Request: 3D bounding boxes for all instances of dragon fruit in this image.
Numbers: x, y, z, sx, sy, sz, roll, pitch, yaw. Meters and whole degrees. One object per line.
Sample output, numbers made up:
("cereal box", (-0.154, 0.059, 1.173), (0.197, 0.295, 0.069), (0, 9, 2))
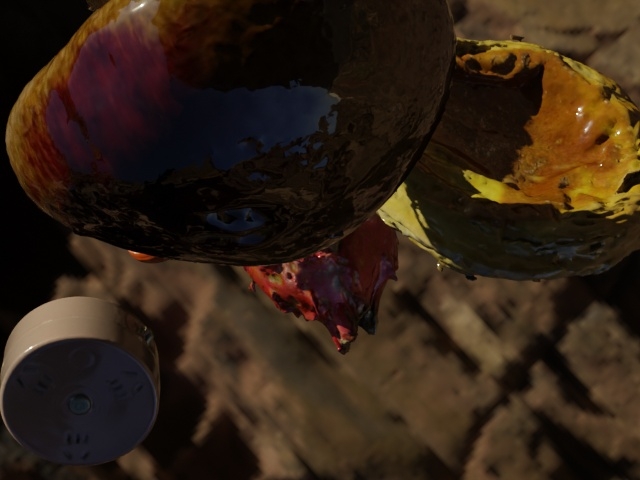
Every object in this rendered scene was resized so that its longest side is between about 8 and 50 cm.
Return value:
("dragon fruit", (0.000, 0.000, 2.035), (0.205, 0.210, 0.268), (67, 179, -74))

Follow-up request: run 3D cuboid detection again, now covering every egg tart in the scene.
("egg tart", (0.181, -0.070, 1.780), (0.352, 0.352, 0.150), (42, 144, 24))

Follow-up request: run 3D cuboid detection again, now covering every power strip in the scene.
("power strip", (-0.223, 0.132, 1.623), (0.154, 0.154, 0.078), (57, -167, -28))

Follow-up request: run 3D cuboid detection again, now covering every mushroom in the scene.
("mushroom", (-0.097, -0.141, 1.259), (0.356, 0.334, 0.331), (52, 134, 26))

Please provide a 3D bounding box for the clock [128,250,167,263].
("clock", (-0.173, -0.054, 2.242), (0.051, 0.205, 0.205), (47, 167, -24))
